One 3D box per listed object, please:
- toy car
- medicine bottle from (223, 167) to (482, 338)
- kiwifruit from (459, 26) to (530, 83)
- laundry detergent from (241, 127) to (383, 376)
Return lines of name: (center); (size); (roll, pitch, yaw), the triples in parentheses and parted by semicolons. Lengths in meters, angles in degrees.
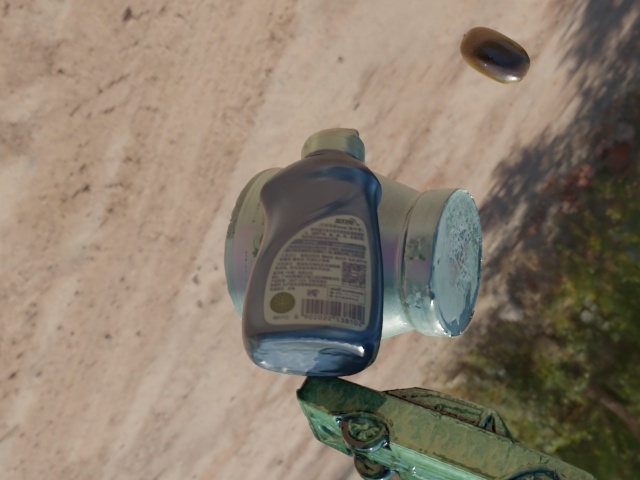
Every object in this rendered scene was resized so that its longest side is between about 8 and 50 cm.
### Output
toy car: (0.133, 0.220, 1.085); (0.097, 0.321, 0.141); (-63, 159, -24)
medicine bottle: (0.054, 0.022, 1.402); (0.245, 0.290, 0.244); (-6, 97, -64)
kiwifruit: (0.291, -0.310, 1.741); (0.075, 0.124, 0.075); (-56, 178, -3)
laundry detergent: (0.000, 0.000, 1.110); (0.094, 0.143, 0.289); (87, 7, -55)
